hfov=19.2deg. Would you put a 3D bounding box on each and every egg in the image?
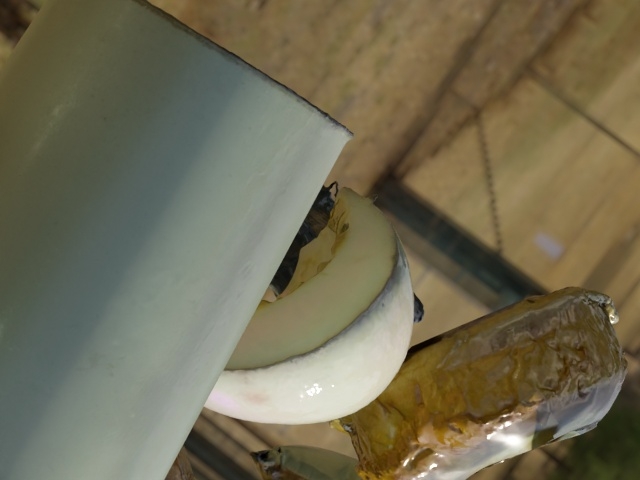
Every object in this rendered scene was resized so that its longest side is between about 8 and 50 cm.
[{"bbox_3d":[-0.018,0.096,1.767,0.271,0.206,0.162,-36,131,-20],"label":"egg"}]

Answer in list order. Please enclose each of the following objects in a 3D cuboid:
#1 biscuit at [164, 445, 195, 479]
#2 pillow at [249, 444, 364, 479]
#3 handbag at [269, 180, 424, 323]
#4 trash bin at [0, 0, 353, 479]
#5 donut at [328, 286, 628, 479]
[{"bbox_3d":[-0.144,0.256,1.898,0.047,0.320,0.183,-18,-158,0],"label":"biscuit"},{"bbox_3d":[0.072,0.337,2.223,0.119,0.310,0.312,-61,169,-11],"label":"pillow"},{"bbox_3d":[0.000,0.000,2.031,0.088,0.270,0.175,-39,177,29],"label":"handbag"},{"bbox_3d":[-0.188,0.042,1.384,0.432,0.280,0.280,-59,172,2],"label":"trash bin"},{"bbox_3d":[0.167,0.167,1.931,0.330,0.160,0.330,-16,165,-4],"label":"donut"}]
